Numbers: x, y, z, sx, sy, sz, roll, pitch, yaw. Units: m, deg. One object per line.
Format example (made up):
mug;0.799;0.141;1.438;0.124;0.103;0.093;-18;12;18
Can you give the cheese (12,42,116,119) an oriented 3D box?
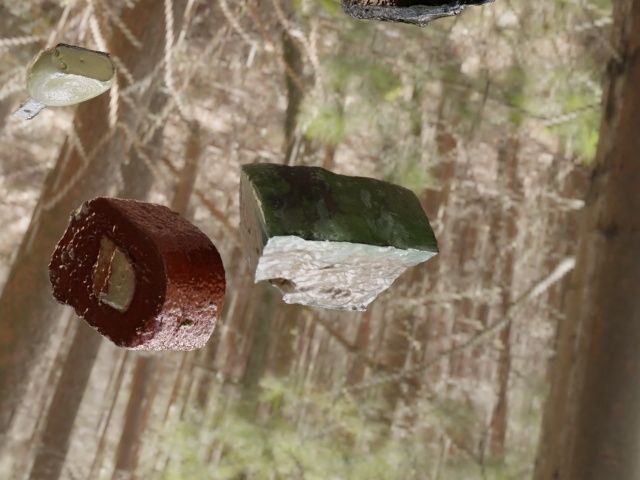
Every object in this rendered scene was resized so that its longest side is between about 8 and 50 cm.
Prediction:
cheese;-0.426;-0.239;1.867;0.127;0.054;0.251;8;161;-35

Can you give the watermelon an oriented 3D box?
watermelon;0.002;-0.016;1.707;0.264;0.151;0.302;6;159;-17

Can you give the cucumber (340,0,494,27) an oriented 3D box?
cucumber;0.069;-0.178;0.882;0.163;0.043;0.039;28;146;59

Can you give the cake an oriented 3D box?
cake;-0.269;0.044;1.734;0.151;0.177;0.283;5;-161;-46
